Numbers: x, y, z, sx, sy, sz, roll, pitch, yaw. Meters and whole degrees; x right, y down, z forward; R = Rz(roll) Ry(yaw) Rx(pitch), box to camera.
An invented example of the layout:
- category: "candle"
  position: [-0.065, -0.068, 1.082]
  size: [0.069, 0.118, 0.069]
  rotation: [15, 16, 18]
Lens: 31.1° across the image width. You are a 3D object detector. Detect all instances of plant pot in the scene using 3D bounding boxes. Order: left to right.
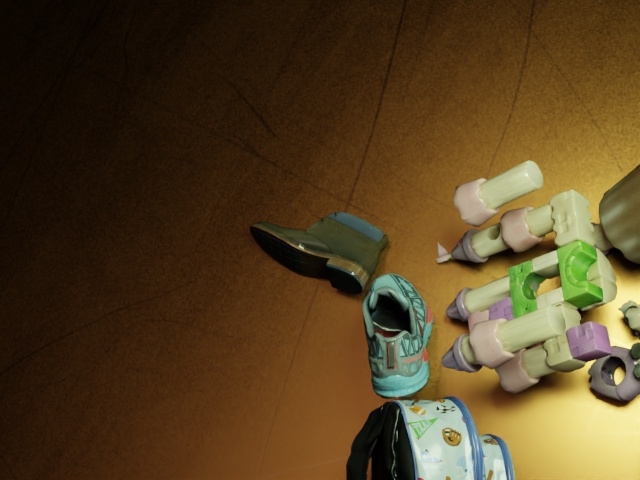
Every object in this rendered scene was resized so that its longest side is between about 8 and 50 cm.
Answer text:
- category: "plant pot"
  position: [0.492, -0.055, 1.618]
  size: [0.167, 0.165, 0.167]
  rotation: [16, 58, -27]

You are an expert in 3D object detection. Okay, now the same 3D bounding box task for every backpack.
- category: "backpack"
  position: [0.155, 0.345, 1.578]
  size: [0.213, 0.276, 0.263]
  rotation: [-7, 83, -18]

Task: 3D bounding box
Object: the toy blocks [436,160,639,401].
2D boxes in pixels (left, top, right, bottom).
- category: "toy blocks"
  position: [0.293, 0.090, 1.671]
  size: [0.260, 0.309, 0.288]
  rotation: [-27, 54, 38]

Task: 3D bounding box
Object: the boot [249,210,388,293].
- category: "boot"
  position: [0.000, 0.000, 1.821]
  size: [0.219, 0.082, 0.106]
  rotation: [26, 60, 22]

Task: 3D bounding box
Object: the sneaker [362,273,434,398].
- category: "sneaker"
  position: [0.113, 0.108, 1.674]
  size: [0.104, 0.125, 0.262]
  rotation: [-9, 31, 4]
